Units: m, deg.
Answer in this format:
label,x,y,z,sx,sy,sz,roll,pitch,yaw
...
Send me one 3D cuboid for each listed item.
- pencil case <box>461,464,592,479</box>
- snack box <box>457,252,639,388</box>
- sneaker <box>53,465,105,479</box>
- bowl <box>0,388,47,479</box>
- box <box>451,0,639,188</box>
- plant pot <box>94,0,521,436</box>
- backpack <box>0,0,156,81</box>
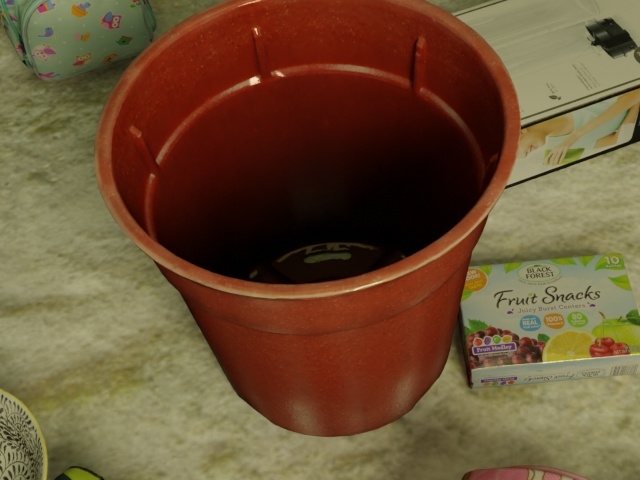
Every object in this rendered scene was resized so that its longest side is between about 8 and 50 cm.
label,x,y,z,sx,sy,sz,roll,pitch,yaw
pencil case,0.091,0.319,0.519,0.167,0.160,0.386,0,47,43
snack box,0.186,0.065,0.770,0.141,0.037,0.100,-6,52,2
sneaker,-0.131,0.280,0.605,0.121,0.111,0.300,-28,53,-10
bowl,-0.275,0.198,0.696,0.170,0.080,0.170,-3,53,4
box,0.196,-0.151,0.901,0.289,0.087,0.169,-20,54,-9
plant pot,0.000,0.000,0.698,0.272,0.265,0.272,-3,53,4
backpack,-0.264,-0.271,0.979,0.165,0.188,0.144,-20,54,-9
